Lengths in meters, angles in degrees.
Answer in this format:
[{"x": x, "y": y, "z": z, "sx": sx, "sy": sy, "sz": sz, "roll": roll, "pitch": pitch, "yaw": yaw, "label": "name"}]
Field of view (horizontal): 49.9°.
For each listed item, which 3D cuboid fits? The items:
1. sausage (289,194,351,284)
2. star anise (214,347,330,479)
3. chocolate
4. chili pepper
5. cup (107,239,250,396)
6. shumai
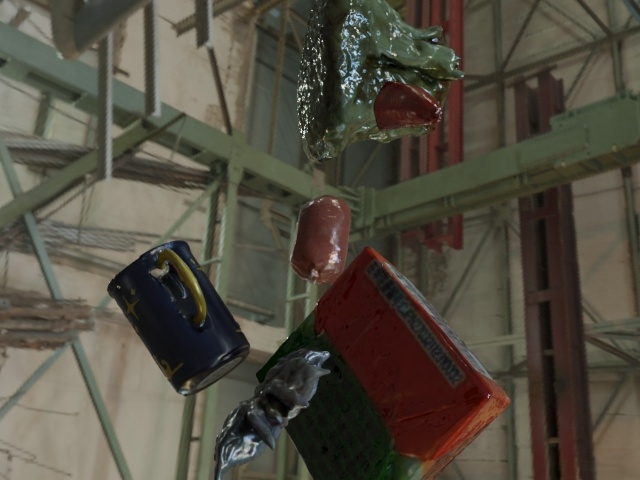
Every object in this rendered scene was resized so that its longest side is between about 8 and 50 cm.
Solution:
[{"x": 0.000, "y": 0.000, "z": 1.651, "sx": 0.148, "sy": 0.148, "sz": 0.254, "roll": -34, "pitch": -145, "yaw": 33, "label": "sausage"}, {"x": -0.063, "y": 0.202, "z": 0.825, "sx": 0.204, "sy": 0.061, "sz": 0.180, "roll": -47, "pitch": 176, "yaw": -15, "label": "star anise"}, {"x": 0.103, "y": 0.257, "z": 1.178, "sx": 0.341, "sy": 0.161, "sz": 0.360, "roll": -51, "pitch": -130, "yaw": 16, "label": "chocolate"}, {"x": 0.149, "y": -0.212, "z": 1.116, "sx": 0.169, "sy": 0.065, "sz": 0.088, "roll": -145, "pitch": -120, "yaw": -64, "label": "chili pepper"}, {"x": -0.269, "y": 0.143, "z": 1.281, "sx": 0.178, "sy": 0.255, "sz": 0.256, "roll": -36, "pitch": -104, "yaw": -2, "label": "cup"}, {"x": 0.122, "y": -0.343, "z": 1.441, "sx": 0.324, "sy": 0.323, "sz": 0.398, "roll": 131, "pitch": -36, "yaw": -68, "label": "shumai"}]
